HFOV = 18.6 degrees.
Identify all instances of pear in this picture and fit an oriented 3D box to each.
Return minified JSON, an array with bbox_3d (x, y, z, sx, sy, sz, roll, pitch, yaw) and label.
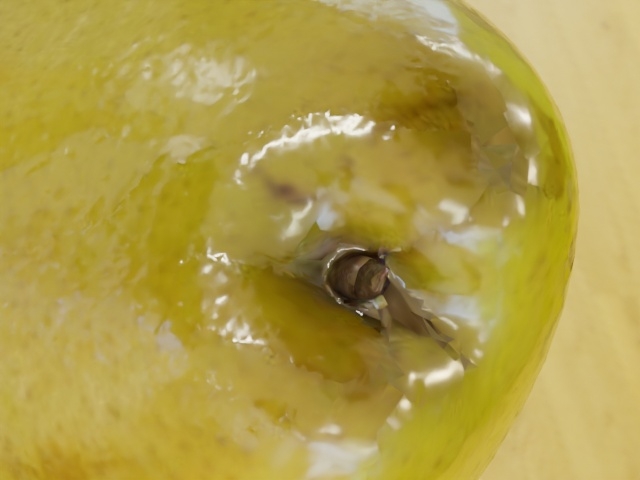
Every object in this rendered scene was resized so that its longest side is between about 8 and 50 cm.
[{"bbox_3d":[0.001,0.003,0.604,0.267,0.178,0.267,11,72,-35],"label":"pear"}]
